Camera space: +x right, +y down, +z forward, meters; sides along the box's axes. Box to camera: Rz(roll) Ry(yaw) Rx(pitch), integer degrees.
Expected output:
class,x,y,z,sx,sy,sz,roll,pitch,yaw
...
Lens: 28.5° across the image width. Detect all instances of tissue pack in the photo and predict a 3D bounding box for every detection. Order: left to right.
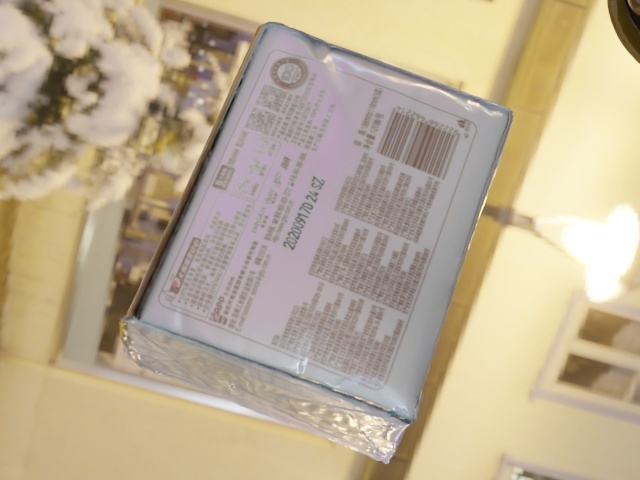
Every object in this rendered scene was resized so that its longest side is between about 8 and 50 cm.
class,x,y,z,sx,sy,sz,roll,pitch,yaw
tissue pack,0.000,0.000,0.814,0.124,0.185,0.225,103,8,-67

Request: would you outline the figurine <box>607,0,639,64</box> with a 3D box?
class,x,y,z,sx,sy,sz,roll,pitch,yaw
figurine,0.301,-0.206,0.899,0.192,0.167,0.257,-46,175,5
